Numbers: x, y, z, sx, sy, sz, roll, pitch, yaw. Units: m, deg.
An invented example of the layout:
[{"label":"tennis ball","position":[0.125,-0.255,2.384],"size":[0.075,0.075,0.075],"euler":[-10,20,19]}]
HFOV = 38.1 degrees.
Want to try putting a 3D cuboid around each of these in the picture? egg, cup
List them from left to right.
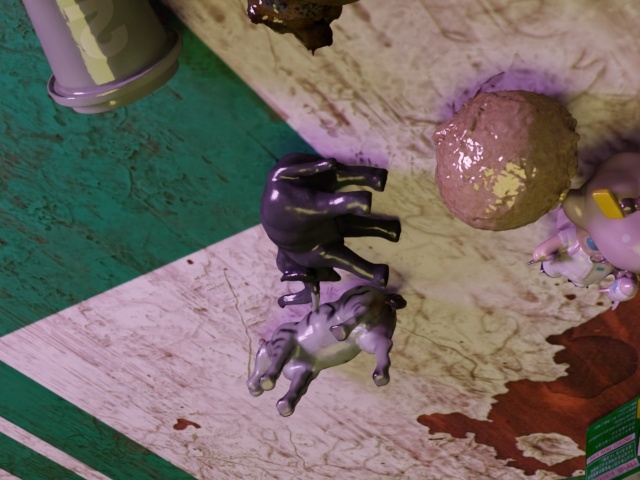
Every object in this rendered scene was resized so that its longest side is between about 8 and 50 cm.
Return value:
[{"label":"cup","position":[-0.184,-0.185,0.748],"size":[0.120,0.120,0.141],"euler":[-6,124,21]},{"label":"egg","position":[0.157,-0.068,0.799],"size":[0.116,0.118,0.140],"euler":[-10,150,-43]}]

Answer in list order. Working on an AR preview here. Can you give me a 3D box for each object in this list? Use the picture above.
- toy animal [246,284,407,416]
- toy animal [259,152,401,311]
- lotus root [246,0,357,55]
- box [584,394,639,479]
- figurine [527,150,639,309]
[{"label":"toy animal","position":[-0.016,0.129,1.047],"size":[0.255,0.170,0.090],"euler":[-21,108,36]},{"label":"toy animal","position":[0.010,0.003,0.949],"size":[0.137,0.082,0.269],"euler":[8,146,9]},{"label":"lotus root","position":[0.001,-0.231,0.601],"size":[0.154,0.154,0.278],"euler":[18,142,-7]},{"label":"box","position":[0.457,0.257,1.127],"size":[0.180,0.103,0.250],"euler":[23,140,-12]},{"label":"figurine","position":[0.275,-0.012,0.841],"size":[0.137,0.112,0.229],"euler":[24,154,-3]}]
